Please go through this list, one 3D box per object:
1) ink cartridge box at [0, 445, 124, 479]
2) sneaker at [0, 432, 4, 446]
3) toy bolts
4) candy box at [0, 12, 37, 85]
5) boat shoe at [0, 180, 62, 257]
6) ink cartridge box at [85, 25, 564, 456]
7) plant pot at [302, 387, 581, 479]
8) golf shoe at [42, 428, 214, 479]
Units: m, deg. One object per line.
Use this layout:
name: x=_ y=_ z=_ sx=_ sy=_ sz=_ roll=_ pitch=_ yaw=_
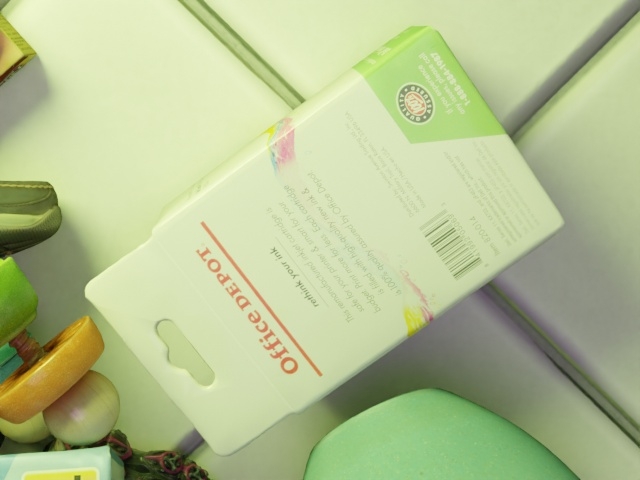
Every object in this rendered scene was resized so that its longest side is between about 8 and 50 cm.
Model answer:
ink cartridge box: x=-0.348 y=0.306 z=0.769 sx=0.396 sy=0.151 sz=0.269 roll=-3 pitch=71 yaw=-6
sneaker: x=-0.424 y=0.168 z=0.892 sx=0.270 sy=0.145 sz=0.090 roll=16 pitch=102 yaw=-6
toy bolts: x=-0.282 y=0.129 z=0.841 sx=0.218 sy=0.228 sz=0.158 roll=-40 pitch=103 yaw=-15
candy box: x=-0.345 y=-0.192 z=0.860 sx=0.109 sy=0.053 sz=0.186 roll=-40 pitch=100 yaw=7
boat shoe: x=-0.385 y=-0.049 z=0.821 sx=0.356 sy=0.132 sz=0.130 roll=1 pitch=77 yaw=-29
ink cartridge box: x=0.000 y=0.000 z=0.885 sx=0.353 sy=0.119 sz=0.207 roll=-35 pitch=103 yaw=4
plant pot: x=0.091 y=0.244 z=0.892 sx=0.290 sy=0.290 sz=0.195 roll=-28 pitch=68 yaw=4
golf shoe: x=-0.174 y=0.232 z=0.968 sx=0.186 sy=0.067 sz=0.086 roll=32 pitch=134 yaw=-15
